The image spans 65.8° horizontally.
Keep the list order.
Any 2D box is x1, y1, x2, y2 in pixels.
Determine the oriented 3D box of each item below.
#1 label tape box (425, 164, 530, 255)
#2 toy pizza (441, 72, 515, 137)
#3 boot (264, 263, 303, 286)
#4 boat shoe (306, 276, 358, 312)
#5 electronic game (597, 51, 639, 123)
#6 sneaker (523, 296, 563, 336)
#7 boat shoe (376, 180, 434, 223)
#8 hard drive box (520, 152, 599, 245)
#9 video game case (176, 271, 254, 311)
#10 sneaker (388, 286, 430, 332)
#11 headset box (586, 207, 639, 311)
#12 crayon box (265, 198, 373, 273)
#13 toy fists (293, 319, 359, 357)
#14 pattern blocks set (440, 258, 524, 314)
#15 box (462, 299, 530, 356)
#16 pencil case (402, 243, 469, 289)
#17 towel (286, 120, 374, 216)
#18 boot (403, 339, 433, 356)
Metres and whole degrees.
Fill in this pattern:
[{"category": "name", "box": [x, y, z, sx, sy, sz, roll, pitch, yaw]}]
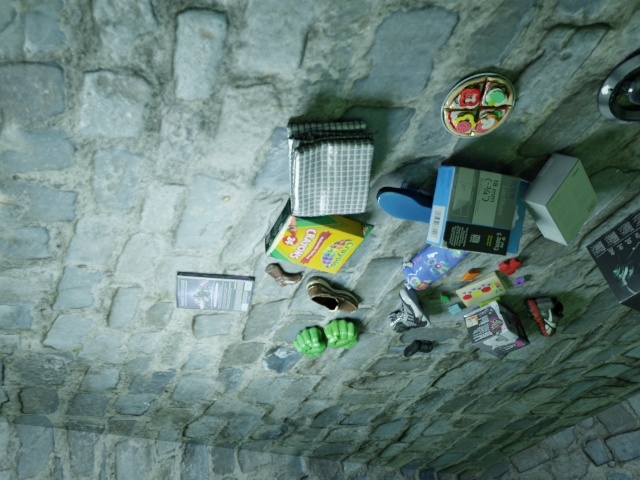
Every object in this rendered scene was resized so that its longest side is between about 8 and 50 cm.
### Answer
[{"category": "label tape box", "box": [0.507, -0.084, 1.495, 0.333, 0.106, 0.241, 7, 96, -15]}, {"category": "toy pizza", "box": [0.428, -0.356, 1.337, 0.201, 0.032, 0.201, -4, 137, -3]}, {"category": "boot", "box": [-0.132, 0.117, 1.779, 0.106, 0.037, 0.114, -24, 130, 15]}, {"category": "boat shoe", "box": [0.047, 0.235, 1.880, 0.257, 0.095, 0.095, 28, 127, -32]}, {"category": "electronic game", "box": [0.867, -0.408, 1.323, 0.229, 0.048, 0.229, 2, 139, 2]}, {"category": "sneaker", "box": [0.965, 0.321, 2.084, 0.135, 0.098, 0.276, -25, 133, 23]}, {"category": "boat shoe", "box": [0.277, -0.116, 1.540, 0.258, 0.089, 0.109, 19, 133, -30]}, {"category": "hard drive box", "box": [0.742, -0.124, 1.524, 0.181, 0.089, 0.232, -52, 129, -4]}, {"category": "video game case", "box": [-0.392, 0.195, 1.837, 0.273, 0.026, 0.196, 6, 136, -12]}, {"category": "sneaker", "box": [0.333, 0.289, 1.968, 0.153, 0.101, 0.269, -25, 137, 15]}, {"category": "headset box", "box": [1.110, 0.071, 1.698, 0.131, 0.283, 0.246, 20, 131, -25]}, {"category": "crayon box", "box": [0.000, 0.000, 1.633, 0.318, 0.081, 0.202, 15, 133, -23]}, {"category": "toy fists", "box": [0.023, 0.411, 2.069, 0.278, 0.096, 0.142, -18, 135, 14]}, {"category": "pattern blocks set", "box": [0.640, 0.192, 1.958, 0.324, 0.026, 0.285, -20, 136, 14]}, {"category": "box", "box": [0.733, 0.372, 2.054, 0.163, 0.142, 0.247, -32, 140, 27]}, {"category": "pencil case", "box": [0.407, 0.048, 1.708, 0.133, 0.120, 0.306, 27, 129, -20]}, {"category": "towel", "box": [0.026, -0.192, 1.400, 0.234, 0.121, 0.284, -3, 137, -5]}, {"category": "boot", "box": [0.447, 0.497, 2.254, 0.099, 0.045, 0.121, 11, 134, -22]}]
